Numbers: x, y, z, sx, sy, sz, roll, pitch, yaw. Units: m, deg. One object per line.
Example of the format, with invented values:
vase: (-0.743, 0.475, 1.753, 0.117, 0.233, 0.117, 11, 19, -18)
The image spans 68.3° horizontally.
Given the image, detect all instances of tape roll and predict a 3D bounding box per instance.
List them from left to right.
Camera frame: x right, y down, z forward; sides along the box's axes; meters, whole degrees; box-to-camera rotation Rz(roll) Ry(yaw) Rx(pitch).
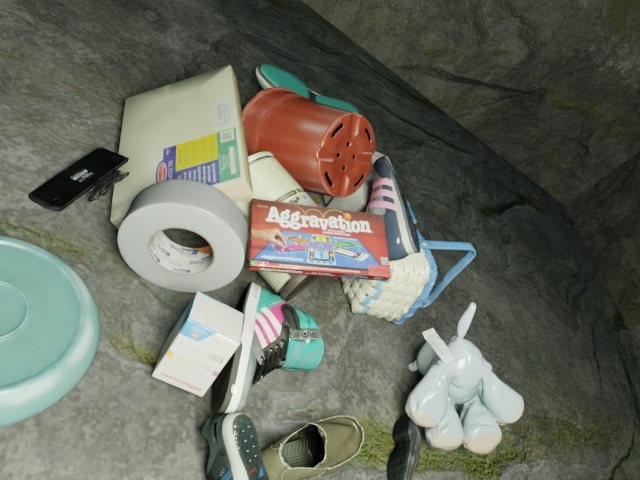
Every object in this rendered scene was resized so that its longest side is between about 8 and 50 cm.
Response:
tape roll: (-0.244, -0.003, 0.854, 0.219, 0.219, 0.072, 26, 37, -23)

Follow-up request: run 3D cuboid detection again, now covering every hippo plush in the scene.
hippo plush: (0.272, 0.317, 1.068, 0.294, 0.234, 0.236, 61, -9, 0)

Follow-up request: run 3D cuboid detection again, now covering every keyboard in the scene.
keyboard: (-0.451, -0.109, 0.912, 0.100, 0.038, 0.192, 23, 46, 9)

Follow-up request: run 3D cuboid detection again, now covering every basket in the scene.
basket: (0.220, 0.084, 1.198, 0.289, 0.254, 0.201, 10, 42, -23)

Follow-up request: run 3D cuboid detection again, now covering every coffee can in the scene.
coffee can: (-0.094, -0.031, 1.048, 0.275, 0.201, 0.201, 49, 35, 8)

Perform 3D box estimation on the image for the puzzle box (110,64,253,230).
puzzle box: (-0.298, -0.211, 1.015, 0.052, 0.272, 0.408, 70, 5, -51)

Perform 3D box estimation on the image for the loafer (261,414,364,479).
loafer: (-0.003, 0.364, 0.818, 0.251, 0.087, 0.094, -3, 55, -46)

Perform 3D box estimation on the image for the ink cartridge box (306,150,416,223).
ink cartridge box: (0.102, -0.118, 1.344, 0.198, 0.197, 0.270, 16, 43, -33)

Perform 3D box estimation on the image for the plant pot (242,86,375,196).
plant pot: (-0.026, -0.233, 1.181, 0.265, 0.272, 0.273, 22, 17, 40)

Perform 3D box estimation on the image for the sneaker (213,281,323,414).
sneaker: (-0.084, 0.212, 0.867, 0.179, 0.123, 0.295, 25, 31, -13)

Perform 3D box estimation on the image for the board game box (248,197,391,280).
board game box: (0.000, 0.000, 0.932, 0.282, 0.027, 0.145, 6, 61, -17)

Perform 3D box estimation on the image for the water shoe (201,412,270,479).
water shoe: (-0.127, 0.364, 0.716, 0.073, 0.080, 0.203, 3, 75, -60)

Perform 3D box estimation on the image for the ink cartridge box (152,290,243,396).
ink cartridge box: (-0.205, 0.177, 0.781, 0.092, 0.143, 0.090, 31, 19, -17)

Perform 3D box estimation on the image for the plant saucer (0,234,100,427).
plant saucer: (-0.473, 0.105, 0.665, 0.318, 0.043, 0.317, 26, 38, -23)

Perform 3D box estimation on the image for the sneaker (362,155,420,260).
sneaker: (0.136, -0.079, 1.107, 0.112, 0.131, 0.319, 54, 21, -38)

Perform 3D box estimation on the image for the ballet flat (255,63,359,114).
ballet flat: (-0.056, -0.458, 1.616, 0.401, 0.139, 0.139, 17, 42, -26)

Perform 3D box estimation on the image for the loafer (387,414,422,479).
loafer: (0.179, 0.436, 0.951, 0.061, 0.062, 0.170, 43, 35, -9)
